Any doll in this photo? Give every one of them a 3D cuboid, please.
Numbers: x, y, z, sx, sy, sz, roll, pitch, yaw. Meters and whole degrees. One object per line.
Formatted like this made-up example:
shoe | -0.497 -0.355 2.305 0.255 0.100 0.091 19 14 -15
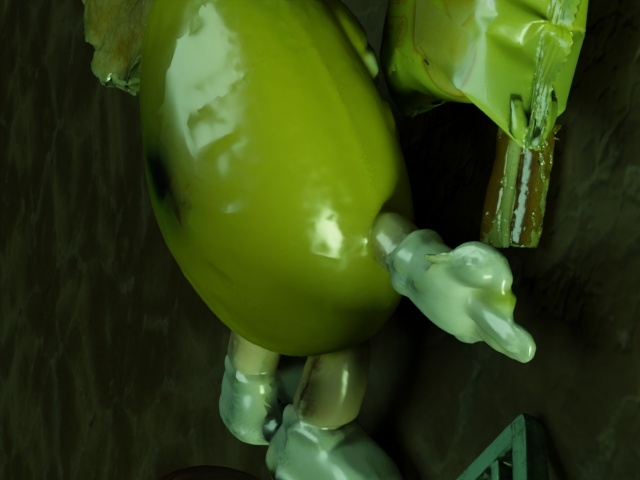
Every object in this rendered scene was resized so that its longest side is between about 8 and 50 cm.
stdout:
doll | -0.012 0.017 0.963 0.348 0.161 0.423 50 146 20

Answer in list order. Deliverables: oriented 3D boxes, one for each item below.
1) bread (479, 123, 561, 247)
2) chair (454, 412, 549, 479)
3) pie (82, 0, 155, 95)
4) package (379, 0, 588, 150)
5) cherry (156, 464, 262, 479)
bread | 0.123 -0.036 0.882 0.047 0.036 0.083 -158 75 -64
chair | 0.048 0.219 0.794 0.136 0.147 0.270 -53 25 39
pie | -0.175 -0.312 1.443 0.339 0.083 0.339 -20 67 60
package | 0.101 -0.149 0.874 0.226 0.090 0.168 -156 73 -66
cherry | -0.094 0.311 1.085 0.236 0.213 0.285 -37 26 27
